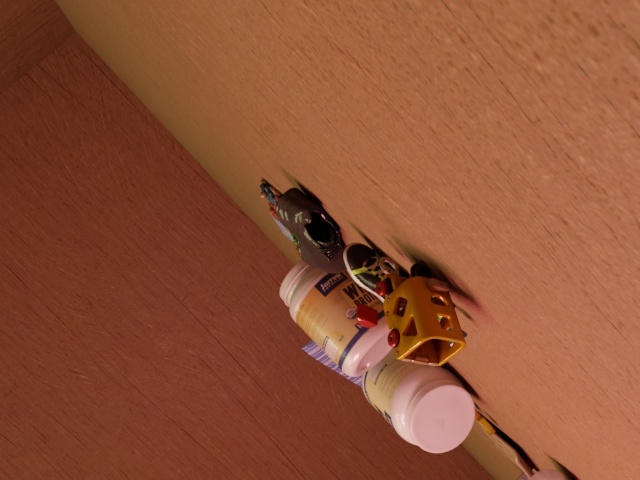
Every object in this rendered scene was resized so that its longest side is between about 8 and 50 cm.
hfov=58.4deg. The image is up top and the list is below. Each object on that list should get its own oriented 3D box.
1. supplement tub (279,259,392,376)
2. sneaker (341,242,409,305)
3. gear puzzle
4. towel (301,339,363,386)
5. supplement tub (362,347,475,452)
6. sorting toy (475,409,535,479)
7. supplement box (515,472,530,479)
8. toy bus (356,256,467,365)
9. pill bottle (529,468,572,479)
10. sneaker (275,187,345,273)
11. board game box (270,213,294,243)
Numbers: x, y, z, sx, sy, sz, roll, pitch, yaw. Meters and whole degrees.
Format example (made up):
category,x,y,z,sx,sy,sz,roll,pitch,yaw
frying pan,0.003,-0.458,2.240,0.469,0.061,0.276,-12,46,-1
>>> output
category,x,y,z,sx,sy,sz,roll,pitch,yaw
supplement tub,0.057,0.197,1.605,0.316,0.228,0.228,43,172,25
sneaker,0.147,0.081,1.160,0.234,0.084,0.097,45,149,7
gear puzzle,-0.103,-0.039,1.803,0.175,0.044,0.339,40,163,40
towel,0.139,0.363,1.880,0.336,0.243,0.040,37,-155,-27
supplement tub,0.285,0.459,1.703,0.235,0.235,0.325,49,173,-19
sorting toy,0.574,0.631,1.800,0.307,0.041,0.229,51,176,-29
supplement box,0.694,0.903,1.967,0.104,0.188,0.081,46,174,0
toy bus,0.168,0.105,0.951,0.202,0.191,0.104,45,129,6
pill bottle,0.611,0.676,1.408,0.246,0.136,0.136,49,172,-22
sneaker,0.000,0.000,1.380,0.130,0.109,0.286,30,165,45
board game box,-0.078,-0.010,1.999,0.211,0.039,0.160,42,171,24
